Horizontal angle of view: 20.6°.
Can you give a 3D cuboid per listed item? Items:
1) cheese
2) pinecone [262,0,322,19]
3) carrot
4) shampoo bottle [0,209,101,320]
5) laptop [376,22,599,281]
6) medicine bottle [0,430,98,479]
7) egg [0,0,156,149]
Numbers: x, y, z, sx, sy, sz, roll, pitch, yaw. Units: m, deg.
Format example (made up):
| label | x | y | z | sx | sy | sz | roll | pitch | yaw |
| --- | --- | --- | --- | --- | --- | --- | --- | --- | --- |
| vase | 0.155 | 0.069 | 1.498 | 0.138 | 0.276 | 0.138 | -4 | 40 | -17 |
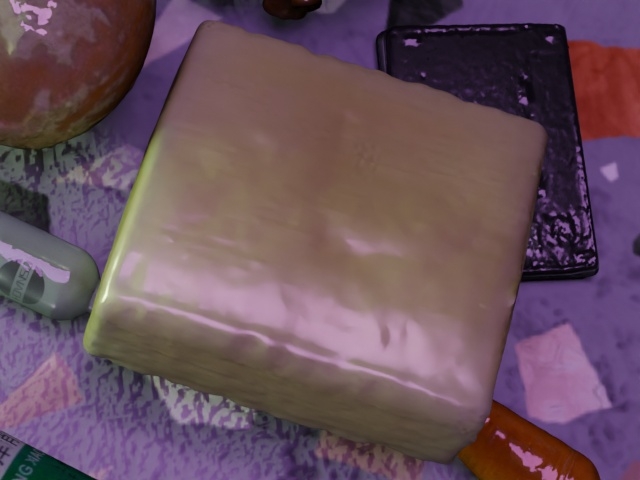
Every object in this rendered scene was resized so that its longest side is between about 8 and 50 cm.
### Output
| label | x | y | z | sx | sy | sz | roll | pitch | yaw |
| --- | --- | --- | --- | --- | --- | --- | --- | --- | --- |
| cheese | 0.000 | 0.000 | 1.198 | 0.266 | 0.124 | 0.242 | 18 | 57 | -4 |
| pinecone | -0.017 | -0.278 | 1.288 | 0.203 | 0.201 | 0.228 | -6 | 102 | 14 |
| carrot | 0.100 | 0.123 | 1.242 | 0.257 | 0.061 | 0.061 | 38 | 69 | 8 |
| shampoo bottle | -0.200 | 0.019 | 1.225 | 0.195 | 0.056 | 0.056 | 24 | 69 | 0 |
| laptop | 0.125 | -0.069 | 1.327 | 0.154 | 0.026 | 0.207 | -1 | 72 | -11 |
| medicine bottle | -0.191 | 0.186 | 1.148 | 0.260 | 0.095 | 0.095 | 25 | 69 | -1 |
| egg | -0.207 | -0.166 | 1.218 | 0.195 | 0.195 | 0.233 | -8 | 61 | -13 |
